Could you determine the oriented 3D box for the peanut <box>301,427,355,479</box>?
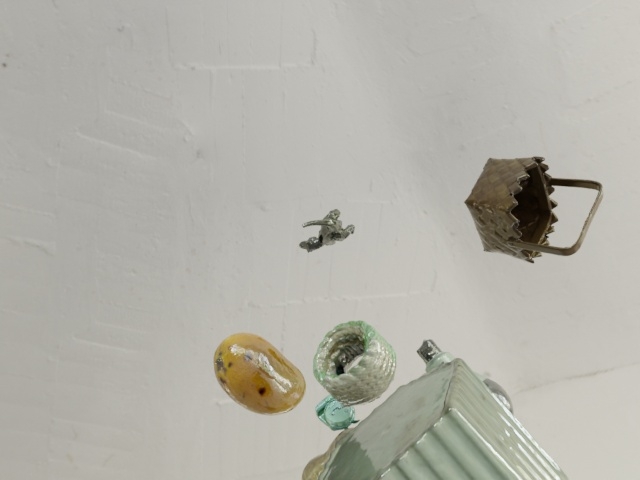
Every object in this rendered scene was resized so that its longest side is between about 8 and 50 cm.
[{"bbox_3d":[0.064,0.592,1.341,0.120,0.136,0.298,17,-58,-46],"label":"peanut"}]

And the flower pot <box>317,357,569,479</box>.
[{"bbox_3d":[0.129,0.274,0.550,0.239,0.209,0.189,-42,-95,-8],"label":"flower pot"}]

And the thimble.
[{"bbox_3d":[0.093,0.338,1.379,0.219,0.219,0.150,-35,-58,9],"label":"thimble"}]

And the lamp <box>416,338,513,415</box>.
[{"bbox_3d":[0.378,0.430,1.404,0.314,0.182,0.182,33,-64,23],"label":"lamp"}]

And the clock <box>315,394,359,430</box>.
[{"bbox_3d":[0.058,0.525,1.529,0.101,0.135,0.041,-34,-46,-27],"label":"clock"}]

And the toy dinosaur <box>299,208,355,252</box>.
[{"bbox_3d":[0.000,0.000,1.251,0.087,0.179,0.187,44,-46,6],"label":"toy dinosaur"}]

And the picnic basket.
[{"bbox_3d":[0.616,-0.087,1.469,0.254,0.321,0.291,-54,-48,-21],"label":"picnic basket"}]

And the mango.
[{"bbox_3d":[-0.099,0.227,0.840,0.090,0.115,0.178,-29,-64,33],"label":"mango"}]
